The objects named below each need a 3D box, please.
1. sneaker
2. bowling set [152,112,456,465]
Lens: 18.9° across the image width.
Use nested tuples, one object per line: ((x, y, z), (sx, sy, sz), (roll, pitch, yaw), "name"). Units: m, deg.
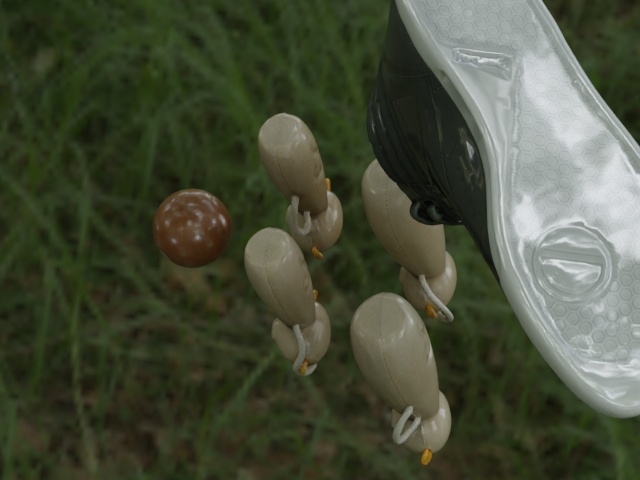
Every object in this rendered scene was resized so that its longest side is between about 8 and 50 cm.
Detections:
((0.115, -0.020, 1.104), (0.104, 0.147, 0.295), (-18, 70, -15), "sneaker")
((0.000, 0.000, 1.325), (0.200, 0.154, 0.287), (1, 57, 17), "bowling set")
